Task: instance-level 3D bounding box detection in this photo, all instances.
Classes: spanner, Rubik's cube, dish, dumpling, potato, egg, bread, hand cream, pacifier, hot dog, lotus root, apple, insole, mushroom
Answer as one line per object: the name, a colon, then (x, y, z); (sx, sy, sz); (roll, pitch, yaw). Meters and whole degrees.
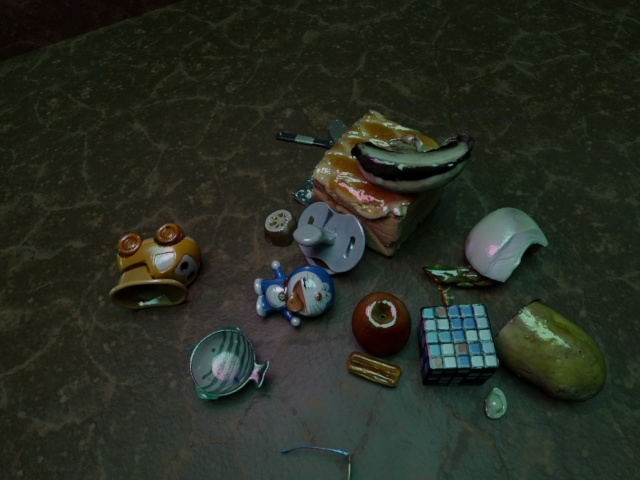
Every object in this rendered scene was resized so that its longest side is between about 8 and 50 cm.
spanner: (-0.035, -0.411, 1.809); (0.315, 0.024, 0.087); (14, 59, 15)
Rubik's cube: (0.376, 0.299, 1.242); (0.184, 0.187, 0.182); (-4, 59, 6)
dish: (-0.270, 0.376, 1.314); (0.246, 0.078, 0.224); (13, 61, 14)
dumpling: (0.489, 0.456, 1.220); (0.059, 0.043, 0.077); (24, 46, 0)
potato: (0.633, 0.314, 1.196); (0.229, 0.229, 0.266); (-37, 59, -16)
egg: (0.581, -0.017, 1.389); (0.271, 0.162, 0.206); (-18, 43, -31)
bread: (0.199, -0.198, 1.509); (0.390, 0.279, 0.371); (35, 65, 24)
hand cream: (-0.018, -0.243, 1.685); (0.075, 0.052, 0.248); (24, 64, 19)
pacifier: (0.000, 0.000, 1.417); (0.279, 0.207, 0.228); (27, 103, 34)
hot dog: (0.154, 0.378, 1.294); (0.165, 0.045, 0.071); (16, 63, 14)
lotus root: (-0.146, -0.047, 1.567); (0.112, 0.081, 0.122); (20, 62, 25)
apple: (0.182, 0.247, 1.302); (0.180, 0.168, 0.181); (0, 62, 0)
insole: (0.082, -0.416, 1.785); (0.081, 0.011, 0.248); (-6, 50, -5)
mushroom: (0.270, -0.230, 1.293); (0.344, 0.130, 0.247); (-8, 35, -6)

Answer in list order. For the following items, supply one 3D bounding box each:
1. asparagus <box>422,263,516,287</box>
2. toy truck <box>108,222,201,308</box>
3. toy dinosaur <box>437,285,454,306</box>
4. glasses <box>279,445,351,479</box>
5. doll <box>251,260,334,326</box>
asparagus: (0.474, 0.114, 1.409); (0.287, 0.080, 0.080); (-3, 58, 9)
toy truck: (-0.535, 0.089, 1.440); (0.287, 0.204, 0.212); (-13, 61, -3)
toy dinosaur: (0.408, 0.184, 1.399); (0.041, 0.026, 0.113); (-21, 50, 0)
glasses: (-0.019, 0.639, 1.157); (0.220, 0.088, 0.190); (0, 57, 29)
doll: (-0.085, 0.161, 1.384); (0.256, 0.161, 0.215); (-12, 86, 11)
